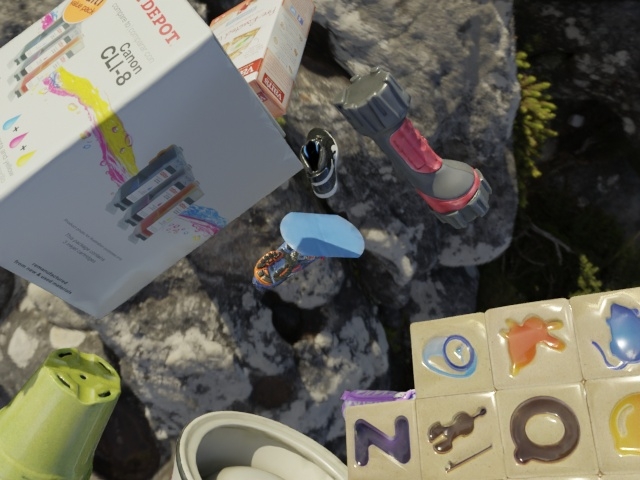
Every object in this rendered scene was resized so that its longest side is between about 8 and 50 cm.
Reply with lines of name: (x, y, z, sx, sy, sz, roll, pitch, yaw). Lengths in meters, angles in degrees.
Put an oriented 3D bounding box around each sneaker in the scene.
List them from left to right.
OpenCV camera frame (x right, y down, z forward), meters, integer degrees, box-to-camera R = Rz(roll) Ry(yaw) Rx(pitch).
sneaker: (-0.075, 0.044, 1.420, 0.083, 0.221, 0.087, 54, 140, 9)
sneaker: (-0.006, -0.218, 1.503, 0.079, 0.217, 0.121, -16, 143, 9)

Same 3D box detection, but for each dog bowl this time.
dog bowl: (-0.096, 0.490, 1.134, 0.407, 0.408, 0.150, 25, 100, -15)

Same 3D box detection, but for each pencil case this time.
pencil case: (0.124, 0.316, 1.170, 0.088, 0.086, 0.206, 43, 147, -16)

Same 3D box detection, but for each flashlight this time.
flashlight: (0.156, -0.138, 0.971, 0.103, 0.103, 0.304, -49, 128, -2)

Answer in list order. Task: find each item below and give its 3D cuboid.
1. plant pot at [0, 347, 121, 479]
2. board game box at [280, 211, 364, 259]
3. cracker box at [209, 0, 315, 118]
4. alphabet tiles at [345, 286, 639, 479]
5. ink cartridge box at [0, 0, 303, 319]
plant pot: (-0.591, 0.395, 1.437, 0.276, 0.276, 0.254, 31, 103, -17)
board game box: (0.000, 0.000, 1.234, 0.168, 0.133, 0.033, 3, 128, -21)
cracker box: (-0.102, -0.241, 0.856, 0.155, 0.232, 0.067, -17, 136, 32)
alphabet tiles: (0.173, 0.170, 0.377, 0.342, 0.285, 0.011, -13, 153, 23)
ink cartridge box: (-0.128, -0.066, 0.404, 0.176, 0.128, 0.127, -37, 144, 0)
